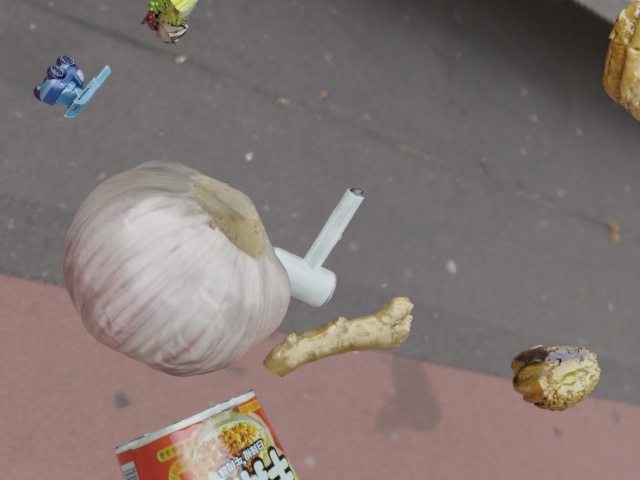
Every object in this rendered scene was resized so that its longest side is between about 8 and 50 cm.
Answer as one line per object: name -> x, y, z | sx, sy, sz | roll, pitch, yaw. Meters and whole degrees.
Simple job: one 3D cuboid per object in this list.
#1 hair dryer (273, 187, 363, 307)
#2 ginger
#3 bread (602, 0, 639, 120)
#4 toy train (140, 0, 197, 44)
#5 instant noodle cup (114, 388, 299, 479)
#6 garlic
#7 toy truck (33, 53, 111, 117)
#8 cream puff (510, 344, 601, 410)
hair dryer -> 0.000, 0.000, 1.998 | 0.131, 0.236, 0.073 | 26, 21, -22
ginger -> 0.036, 0.185, 2.090 | 0.299, 0.118, 0.065 | -17, 41, -18
bread -> 0.575, -0.313, 1.917 | 0.198, 0.120, 0.236 | 10, 98, -47
toy train -> -0.269, -0.402, 2.008 | 0.053, 0.250, 0.085 | -41, 95, -14
instant noodle cup -> -0.148, 0.407, 1.696 | 0.294, 0.294, 0.307 | -17, 82, -50
garlic -> -0.203, 0.038, 1.486 | 0.317, 0.259, 0.317 | 31, 25, -16
toy truck -> -0.371, -0.242, 1.707 | 0.074, 0.063, 0.136 | 36, 35, -12
cream puff -> 0.353, 0.204, 1.701 | 0.119, 0.133, 0.104 | 35, 53, -72
